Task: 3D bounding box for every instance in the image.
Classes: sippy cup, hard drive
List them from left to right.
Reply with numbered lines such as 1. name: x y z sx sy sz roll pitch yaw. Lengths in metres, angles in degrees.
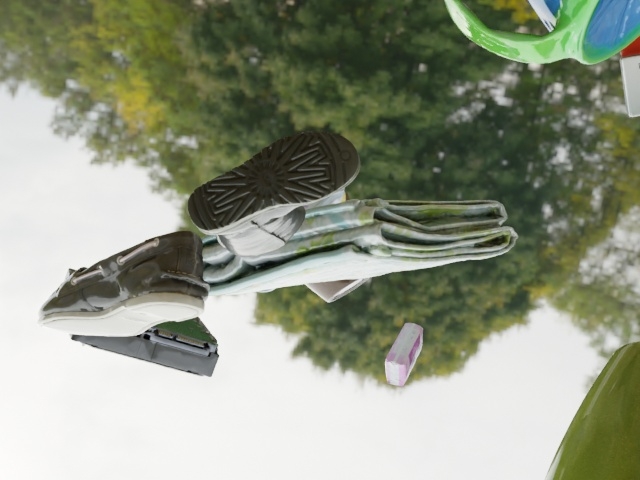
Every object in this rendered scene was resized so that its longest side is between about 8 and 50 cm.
1. hard drive: -0.315 0.136 1.746 0.237 0.064 0.339 18 -177 -20
2. sippy cup: 0.272 -0.345 1.092 0.305 0.240 0.224 -28 -117 -37

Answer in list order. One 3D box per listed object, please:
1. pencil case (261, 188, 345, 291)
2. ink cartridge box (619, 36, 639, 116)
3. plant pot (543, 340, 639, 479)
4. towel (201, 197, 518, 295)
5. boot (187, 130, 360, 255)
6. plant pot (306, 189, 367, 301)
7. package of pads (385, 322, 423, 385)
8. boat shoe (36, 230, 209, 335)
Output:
1. pencil case: -0.057 -0.022 1.833 0.124 0.113 0.273 -5 -151 36
2. ink cartridge box: 0.765 -0.400 2.140 0.275 0.239 0.060 -9 -169 13
3. plant pot: 0.441 0.293 1.380 0.275 0.275 0.293 13 -124 14
4. towel: 0.036 0.013 1.415 0.320 0.090 0.374 0 172 -45
5. boot: -0.037 -0.039 1.079 0.190 0.076 0.208 -17 165 7
6. plant pot: 0.000 0.000 2.080 0.230 0.215 0.215 57 -149 10
7. package of pads: 0.121 0.164 1.486 0.032 0.050 0.083 16 -134 19
8. boat shoe: -0.251 0.061 1.318 0.112 0.095 0.335 20 157 -39
